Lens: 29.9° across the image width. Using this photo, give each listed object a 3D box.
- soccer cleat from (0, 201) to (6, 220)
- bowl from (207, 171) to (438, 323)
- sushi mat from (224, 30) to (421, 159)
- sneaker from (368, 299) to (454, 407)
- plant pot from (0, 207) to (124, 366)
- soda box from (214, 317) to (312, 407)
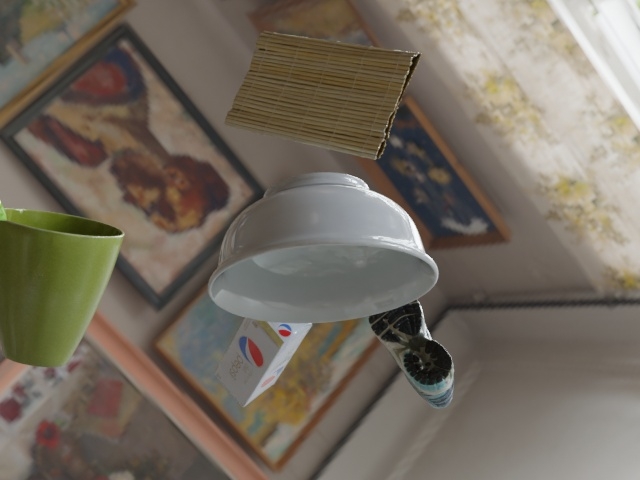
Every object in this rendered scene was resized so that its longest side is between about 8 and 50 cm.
[{"bbox_3d":[-0.512,0.003,1.659,0.179,0.072,0.060,-40,-124,-12],"label":"soccer cleat"},{"bbox_3d":[0.000,0.000,1.553,0.298,0.298,0.134,-22,-118,38],"label":"bowl"},{"bbox_3d":[-0.007,-0.204,1.634,0.316,0.019,0.151,17,-94,45],"label":"sushi mat"},{"bbox_3d":[0.178,0.220,2.355,0.110,0.122,0.283,-22,-138,-5],"label":"sneaker"},{"bbox_3d":[-0.567,0.104,2.485,0.275,0.274,0.294,-151,-109,-68],"label":"plant pot"},{"bbox_3d":[-0.088,0.163,1.777,0.069,0.074,0.216,-35,166,-34],"label":"soda box"}]
